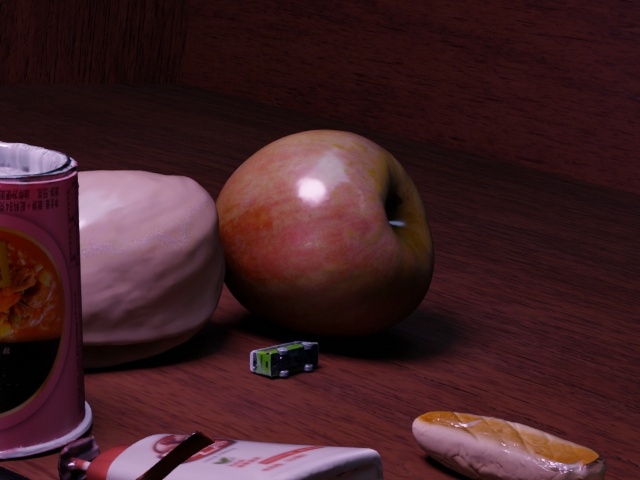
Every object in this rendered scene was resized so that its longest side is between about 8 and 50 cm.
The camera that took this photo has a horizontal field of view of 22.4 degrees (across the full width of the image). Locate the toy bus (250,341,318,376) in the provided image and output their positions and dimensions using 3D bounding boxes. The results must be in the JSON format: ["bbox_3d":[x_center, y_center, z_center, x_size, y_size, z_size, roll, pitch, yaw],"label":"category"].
[{"bbox_3d":[-0.037,0.129,1.773,0.037,0.031,0.083,5,8,38],"label":"toy bus"}]

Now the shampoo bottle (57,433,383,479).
[{"bbox_3d":[-0.107,0.192,1.298,0.284,0.071,0.153,4,10,35],"label":"shampoo bottle"}]

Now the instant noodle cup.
[{"bbox_3d":[-0.315,0.044,1.481,0.244,0.255,0.244,6,15,-2],"label":"instant noodle cup"}]

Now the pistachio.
[{"bbox_3d":[-0.239,0.031,1.752,0.332,0.208,0.226,-18,70,-48],"label":"pistachio"}]

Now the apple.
[{"bbox_3d":[0.000,0.000,1.909,0.234,0.257,0.257,-21,2,21],"label":"apple"}]

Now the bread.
[{"bbox_3d":[0.173,0.200,1.489,0.073,0.053,0.214,-22,21,-39],"label":"bread"}]

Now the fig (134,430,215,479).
[{"bbox_3d":[-0.127,0.203,0.967,0.134,0.201,0.146,0,45,-30],"label":"fig"}]

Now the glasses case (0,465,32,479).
[{"bbox_3d":[-0.282,0.201,1.173,0.321,0.082,0.122,16,16,30],"label":"glasses case"}]
